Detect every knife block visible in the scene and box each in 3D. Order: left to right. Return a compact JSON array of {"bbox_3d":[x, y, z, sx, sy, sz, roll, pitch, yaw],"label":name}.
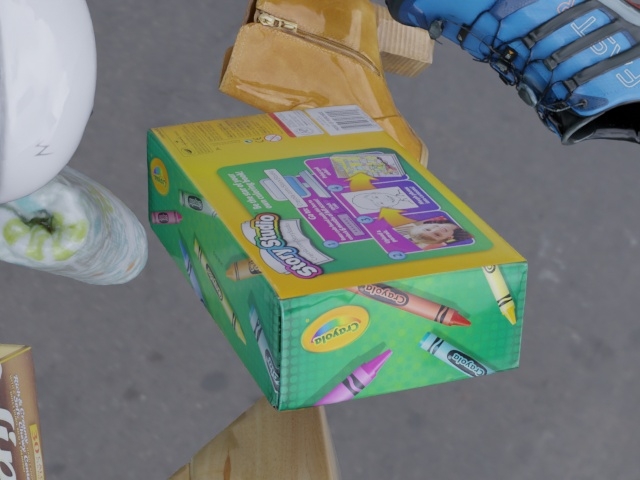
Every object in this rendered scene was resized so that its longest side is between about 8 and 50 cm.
[{"bbox_3d":[-0.008,0.217,1.006,0.276,0.242,0.088,-38,128,-37],"label":"knife block"}]

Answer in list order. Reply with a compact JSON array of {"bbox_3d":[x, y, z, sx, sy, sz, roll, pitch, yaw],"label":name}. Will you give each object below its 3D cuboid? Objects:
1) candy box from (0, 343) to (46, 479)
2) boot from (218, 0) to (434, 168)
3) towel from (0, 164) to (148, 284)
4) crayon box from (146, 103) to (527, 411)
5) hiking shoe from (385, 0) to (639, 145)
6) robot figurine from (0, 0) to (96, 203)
[{"bbox_3d":[-0.345,0.186,1.447,0.087,0.316,0.183,-8,84,10],"label":"candy box"},{"bbox_3d":[-0.002,-0.121,1.601,0.211,0.104,0.295,12,68,-14],"label":"boot"},{"bbox_3d":[-0.324,-0.070,1.263,0.374,0.320,0.090,27,91,4],"label":"towel"},{"bbox_3d":[0.000,0.000,1.068,0.165,0.278,0.081,-8,118,-20],"label":"crayon box"},{"bbox_3d":[0.191,-0.148,1.270,0.304,0.113,0.132,16,67,3],"label":"hiking shoe"},{"bbox_3d":[-0.261,-0.092,0.858,0.278,0.173,0.209,-7,106,-23],"label":"robot figurine"}]
